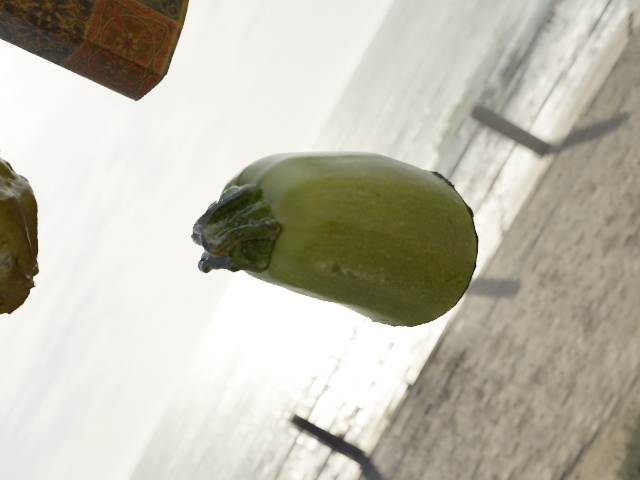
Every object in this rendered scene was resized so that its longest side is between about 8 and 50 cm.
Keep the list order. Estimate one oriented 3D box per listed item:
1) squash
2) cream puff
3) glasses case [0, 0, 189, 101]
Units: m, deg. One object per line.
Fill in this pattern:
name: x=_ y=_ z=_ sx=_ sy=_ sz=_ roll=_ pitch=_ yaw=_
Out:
squash: x=0.000 y=0.000 z=0.650 sx=0.094 sy=0.094 sz=0.224 roll=-61 pitch=-24 yaw=12
cream puff: x=-0.265 y=-0.011 z=0.975 sx=0.121 sy=0.156 sz=0.156 roll=-37 pitch=9 yaw=14
glasses case: x=-0.180 y=-0.160 z=0.736 sx=0.049 sy=0.218 sz=0.075 roll=-28 pitch=46 yaw=51
